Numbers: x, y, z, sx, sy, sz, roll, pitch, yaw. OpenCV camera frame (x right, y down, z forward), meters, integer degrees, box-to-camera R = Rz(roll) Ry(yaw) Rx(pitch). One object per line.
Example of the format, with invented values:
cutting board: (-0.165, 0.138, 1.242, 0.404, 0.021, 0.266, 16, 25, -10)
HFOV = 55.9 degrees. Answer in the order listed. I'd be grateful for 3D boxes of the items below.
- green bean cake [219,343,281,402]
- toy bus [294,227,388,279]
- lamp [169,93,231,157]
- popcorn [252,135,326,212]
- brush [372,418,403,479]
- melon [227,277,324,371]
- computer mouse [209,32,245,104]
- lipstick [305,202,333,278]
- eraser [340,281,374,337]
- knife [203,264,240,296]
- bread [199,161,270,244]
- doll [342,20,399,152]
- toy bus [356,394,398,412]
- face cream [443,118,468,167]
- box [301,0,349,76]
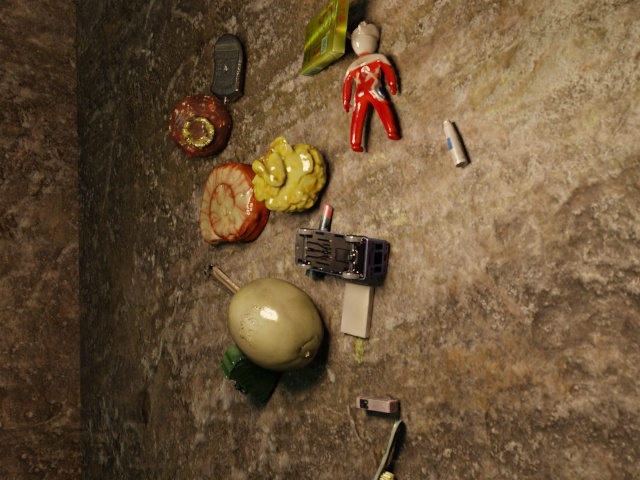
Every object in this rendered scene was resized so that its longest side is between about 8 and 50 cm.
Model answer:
green bean cake: (-0.241, 0.436, 1.982, 0.107, 0.208, 0.194, 46, 117, 43)
toy bus: (0.053, 0.034, 1.759, 0.292, 0.133, 0.126, 9, 97, 45)
lamp: (-0.460, -0.434, 2.304, 0.246, 0.246, 0.247, -7, 80, 47)
popcorn: (-0.097, -0.194, 1.892, 0.256, 0.255, 0.195, -30, 38, 13)
brush: (0.180, 0.619, 1.611, 0.060, 0.068, 0.297, 23, 101, 26)
melon: (-0.136, 0.258, 1.842, 0.330, 0.268, 0.269, 37, 113, 35)
computer mouse: (-0.341, -0.647, 2.304, 0.147, 0.088, 0.264, 10, 93, 31)
lipstick: (0.000, 0.000, 1.886, 0.053, 0.053, 0.234, 11, 90, 48)
eraser: (0.108, 0.201, 1.759, 0.103, 0.023, 0.151, 6, 91, 48)
knife: (-0.322, 0.180, 2.224, 0.365, 0.043, 0.089, 31, 141, 43)
bread: (-0.315, -0.137, 2.197, 0.327, 0.114, 0.295, -7, 79, 48)
doll: (0.137, -0.459, 1.757, 0.188, 0.099, 0.384, -10, 81, 36)
toy bus: (0.154, 0.450, 1.657, 0.130, 0.052, 0.037, -7, 82, 47)
face cream: (0.342, -0.251, 1.545, 0.034, 0.034, 0.130, -31, 64, 41)
box: (0.012, -0.626, 1.862, 0.311, 0.043, 0.173, -176, 91, -71)
